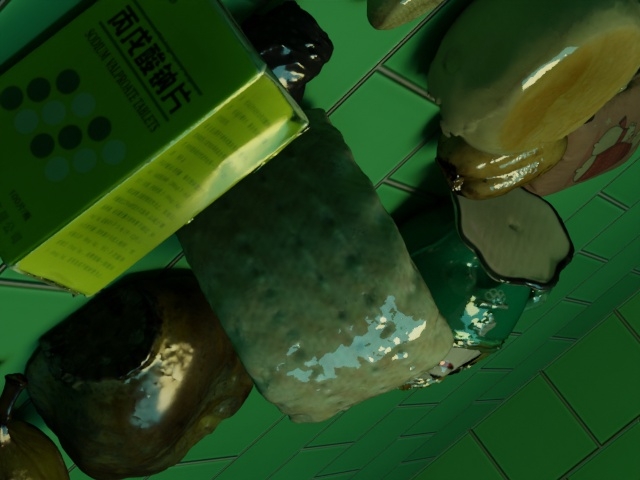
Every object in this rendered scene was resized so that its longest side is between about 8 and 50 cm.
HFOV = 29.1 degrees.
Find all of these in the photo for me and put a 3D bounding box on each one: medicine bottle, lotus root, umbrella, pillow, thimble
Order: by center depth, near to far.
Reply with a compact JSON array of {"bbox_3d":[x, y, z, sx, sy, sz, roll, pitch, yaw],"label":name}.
[{"bbox_3d":[-0.153,-0.088,0.962,0.250,0.137,0.141,-37,160,5],"label":"medicine bottle"},{"bbox_3d":[-0.121,-0.079,1.072,0.326,0.094,0.090,-44,-179,1],"label":"umbrella"},{"bbox_3d":[-0.011,0.028,1.238,0.195,0.291,0.291,-29,159,1],"label":"thimble"},{"bbox_3d":[-0.188,0.154,1.419,0.267,0.149,0.260,-34,160,-15],"label":"lotus root"},{"bbox_3d":[0.237,-0.130,1.514,0.221,0.118,0.125,-31,150,-13],"label":"lotus root"},{"bbox_3d":[0.391,-0.156,1.754,0.223,0.084,0.236,-24,153,-28],"label":"pillow"}]

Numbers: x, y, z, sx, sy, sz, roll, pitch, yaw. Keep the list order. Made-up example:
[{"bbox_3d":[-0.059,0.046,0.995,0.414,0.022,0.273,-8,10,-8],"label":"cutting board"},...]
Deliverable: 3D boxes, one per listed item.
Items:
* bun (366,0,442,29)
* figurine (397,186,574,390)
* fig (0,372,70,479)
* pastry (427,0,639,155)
[{"bbox_3d":[0.075,-0.234,1.134,0.086,0.054,0.086,-28,172,-5],"label":"bun"},{"bbox_3d":[0.168,0.065,1.714,0.324,0.231,0.340,12,142,-31],"label":"figurine"},{"bbox_3d":[-0.355,0.251,1.385,0.170,0.145,0.274,-20,143,-35],"label":"fig"},{"bbox_3d":[0.236,-0.198,1.345,0.265,0.133,0.264,-32,157,-16],"label":"pastry"}]
